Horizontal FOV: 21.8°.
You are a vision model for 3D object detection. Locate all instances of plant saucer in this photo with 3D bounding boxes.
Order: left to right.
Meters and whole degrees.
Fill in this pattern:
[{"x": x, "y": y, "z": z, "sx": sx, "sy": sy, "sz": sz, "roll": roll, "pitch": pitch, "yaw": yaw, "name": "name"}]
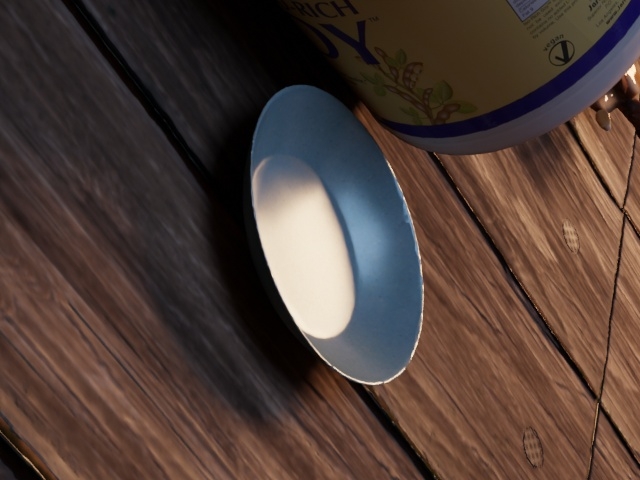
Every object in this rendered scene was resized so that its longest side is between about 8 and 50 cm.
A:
[{"x": 0.000, "y": 0.000, "z": 1.040, "sx": 0.195, "sy": 0.037, "sz": 0.195, "roll": 37, "pitch": 44, "yaw": -46, "name": "plant saucer"}]

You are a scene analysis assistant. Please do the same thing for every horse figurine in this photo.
[{"x": 0.246, "y": -0.189, "z": 1.513, "sx": 0.263, "sy": 0.066, "sz": 0.174, "roll": 63, "pitch": 15, "yaw": 0, "name": "horse figurine"}]

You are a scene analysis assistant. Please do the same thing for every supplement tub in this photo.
[{"x": 0.054, "y": -0.238, "z": 1.055, "sx": 0.331, "sy": 0.241, "sz": 0.241, "roll": 46, "pitch": 39, "yaw": -37, "name": "supplement tub"}]
